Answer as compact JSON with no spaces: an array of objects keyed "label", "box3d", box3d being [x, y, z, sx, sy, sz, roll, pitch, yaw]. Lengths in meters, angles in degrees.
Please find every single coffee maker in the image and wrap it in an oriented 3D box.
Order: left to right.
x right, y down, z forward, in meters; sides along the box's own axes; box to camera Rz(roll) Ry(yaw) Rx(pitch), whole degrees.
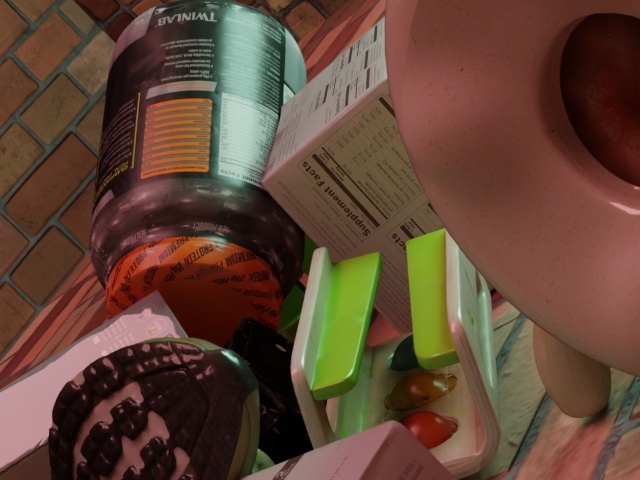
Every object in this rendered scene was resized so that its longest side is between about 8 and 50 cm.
[{"label":"coffee maker","box3d":[-0.090,0.172,1.550,0.178,0.120,0.171,-53,-16,16]}]

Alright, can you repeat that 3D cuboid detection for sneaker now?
[{"label":"sneaker","box3d":[-0.089,0.179,1.300,0.182,0.158,0.410,-22,-25,-31]}]

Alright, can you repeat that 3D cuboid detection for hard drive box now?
[{"label":"hard drive box","box3d":[-0.198,0.181,1.668,0.232,0.181,0.089,-32,50,-7]}]

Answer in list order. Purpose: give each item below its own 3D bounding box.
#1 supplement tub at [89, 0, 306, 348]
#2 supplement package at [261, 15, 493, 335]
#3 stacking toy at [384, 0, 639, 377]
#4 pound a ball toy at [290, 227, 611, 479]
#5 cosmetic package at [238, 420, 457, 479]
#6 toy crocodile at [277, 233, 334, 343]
[{"label":"supplement tub","box3d":[-0.117,-0.058,1.793,0.207,0.207,0.338,-36,38,36]},{"label":"supplement package","box3d":[0.074,-0.059,1.644,0.145,0.204,0.262,-40,13,15]},{"label":"stacking toy","box3d":[0.305,-0.157,1.133,0.480,0.350,0.350,-32,2,-38]},{"label":"pound a ball toy","box3d":[0.101,0.084,1.326,0.208,0.136,0.319,-17,17,8]},{"label":"cosmetic package","box3d":[0.008,0.219,1.028,0.151,0.151,0.183,-51,13,-34]},{"label":"toy crocodile","box3d":[0.000,0.000,1.916,0.340,0.115,0.105,-44,11,7]}]
